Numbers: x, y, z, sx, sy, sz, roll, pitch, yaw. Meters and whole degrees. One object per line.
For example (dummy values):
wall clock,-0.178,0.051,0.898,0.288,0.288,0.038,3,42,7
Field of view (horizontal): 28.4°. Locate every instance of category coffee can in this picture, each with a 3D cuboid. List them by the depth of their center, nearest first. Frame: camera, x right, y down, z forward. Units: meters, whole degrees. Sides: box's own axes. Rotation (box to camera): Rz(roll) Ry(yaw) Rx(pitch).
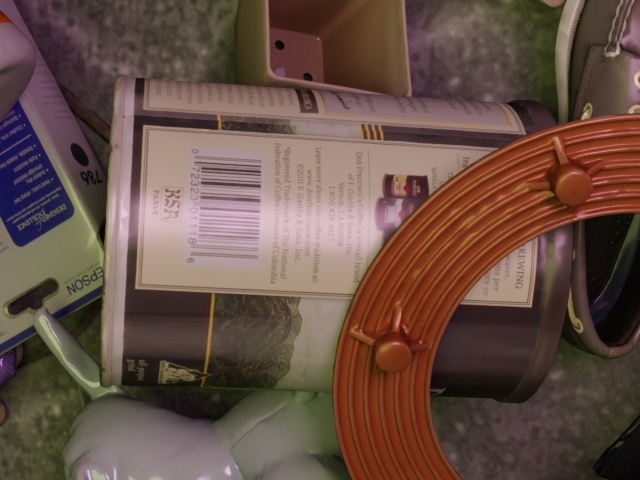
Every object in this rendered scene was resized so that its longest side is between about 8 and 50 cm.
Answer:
coffee can,0.000,0.000,0.824,0.275,0.201,0.202,3,100,-8

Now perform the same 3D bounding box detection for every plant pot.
plant pot,-0.009,-0.137,0.897,0.096,0.109,0.109,-35,54,57

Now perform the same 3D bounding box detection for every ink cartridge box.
ink cartridge box,-0.285,-0.078,1.040,0.165,0.065,0.333,-28,87,20

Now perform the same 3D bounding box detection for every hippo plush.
hippo plush,-0.062,0.201,0.958,0.236,0.234,0.294,-15,50,3

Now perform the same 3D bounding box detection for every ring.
ring,0.174,0.088,0.750,0.336,0.032,0.337,-1,113,-3

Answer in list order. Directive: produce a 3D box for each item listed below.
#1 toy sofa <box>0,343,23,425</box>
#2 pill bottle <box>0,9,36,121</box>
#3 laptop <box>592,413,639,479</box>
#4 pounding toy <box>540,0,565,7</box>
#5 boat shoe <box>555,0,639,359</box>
toy sofa,-0.445,0.070,1.070,0.362,0.150,0.177,39,109,10
pill bottle,-0.412,-0.196,0.882,0.392,0.224,0.224,46,109,-3
laptop,0.355,0.133,0.806,0.234,0.264,0.137,-53,41,17
pounding toy,0.059,-0.245,0.833,0.269,0.155,0.154,36,121,4
boat shoe,0.207,-0.071,0.832,0.109,0.091,0.305,4,108,-26
